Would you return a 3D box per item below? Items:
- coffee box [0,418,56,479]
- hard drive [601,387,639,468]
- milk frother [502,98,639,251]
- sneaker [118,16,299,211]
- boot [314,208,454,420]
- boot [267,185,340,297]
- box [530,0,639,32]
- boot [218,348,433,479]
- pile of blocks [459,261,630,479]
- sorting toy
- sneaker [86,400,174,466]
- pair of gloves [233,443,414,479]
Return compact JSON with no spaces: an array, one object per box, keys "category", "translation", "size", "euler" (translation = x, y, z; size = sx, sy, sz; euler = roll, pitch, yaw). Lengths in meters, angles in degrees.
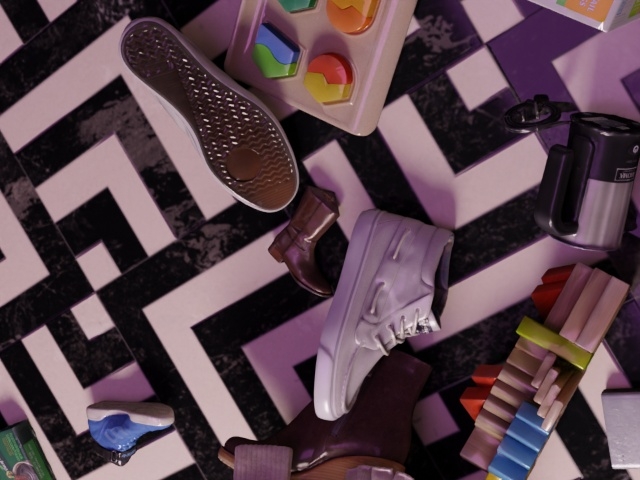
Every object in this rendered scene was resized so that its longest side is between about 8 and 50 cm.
[{"category":"coffee box","translation":[-0.497,0.350,1.825],"size":[0.184,0.040,0.113],"euler":[-21,95,29]},{"category":"hard drive","translation":[0.394,0.213,1.363],"size":[0.135,0.022,0.094],"euler":[-6,102,27]},{"category":"milk frother","translation":[0.267,-0.075,1.310],"size":[0.143,0.129,0.135],"euler":[-136,50,-59]},{"category":"sneaker","translation":[-0.130,-0.164,1.480],"size":[0.106,0.123,0.290],"euler":[-38,107,4]},{"category":"boot","translation":[0.079,0.096,1.407],"size":[0.123,0.095,0.258],"euler":[13,87,18]},{"category":"boot","translation":[0.000,0.000,1.488],"size":[0.106,0.037,0.114],"euler":[40,113,8]},{"category":"box","translation":[0.276,-0.281,1.171],"size":[0.103,0.203,0.114],"euler":[27,115,16]},{"category":"boot","translation":[0.006,0.221,1.499],"size":[0.248,0.090,0.207],"euler":[11,73,30]},{"category":"pile of blocks","translation":[0.224,0.168,1.360],"size":[0.112,0.149,0.362],"euler":[29,116,16]},{"category":"sorting toy","translation":[-0.006,-0.245,1.414],"size":[0.208,0.038,0.193],"euler":[25,114,17]},{"category":"sneaker","translation":[-0.262,0.273,1.677],"size":[0.152,0.058,0.084],"euler":[-2,98,31]},{"category":"pair of gloves","translation":[-0.017,0.345,1.382],"size":[0.240,0.042,0.204],"euler":[8,72,21]}]
